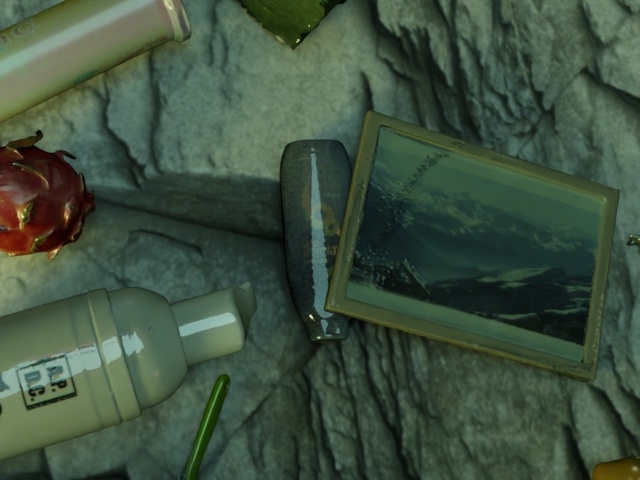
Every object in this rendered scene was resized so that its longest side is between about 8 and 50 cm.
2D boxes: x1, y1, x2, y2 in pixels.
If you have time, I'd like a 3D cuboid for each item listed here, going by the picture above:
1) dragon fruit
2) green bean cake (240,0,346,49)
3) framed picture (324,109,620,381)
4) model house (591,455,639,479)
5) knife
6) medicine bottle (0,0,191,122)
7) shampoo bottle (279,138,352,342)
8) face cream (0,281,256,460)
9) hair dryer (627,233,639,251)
[{"bbox_3d":[-0.327,-0.045,1.080,0.133,0.166,0.136,-15,80,34],"label":"dragon fruit"},{"bbox_3d":[-0.062,-0.369,1.146,0.255,0.241,0.132,41,70,3],"label":"green bean cake"},{"bbox_3d":[0.186,0.007,1.175,0.335,0.022,0.247,17,72,-12],"label":"framed picture"},{"bbox_3d":[0.452,0.290,1.108,0.300,0.190,0.272,14,89,15],"label":"model house"},{"bbox_3d":[-0.133,0.234,1.097,0.026,0.022,0.184,12,74,21],"label":"knife"},{"bbox_3d":[-0.358,-0.187,1.130,0.426,0.108,0.108,-29,82,-12],"label":"medicine bottle"},{"bbox_3d":[0.000,0.000,1.160,0.087,0.049,0.234,-1,76,-10],"label":"shampoo bottle"},{"bbox_3d":[-0.234,0.123,1.044,0.369,0.145,0.145,-17,79,-11],"label":"face cream"},{"bbox_3d":[0.472,0.069,1.217,0.237,0.075,0.206,29,80,7],"label":"hair dryer"}]
